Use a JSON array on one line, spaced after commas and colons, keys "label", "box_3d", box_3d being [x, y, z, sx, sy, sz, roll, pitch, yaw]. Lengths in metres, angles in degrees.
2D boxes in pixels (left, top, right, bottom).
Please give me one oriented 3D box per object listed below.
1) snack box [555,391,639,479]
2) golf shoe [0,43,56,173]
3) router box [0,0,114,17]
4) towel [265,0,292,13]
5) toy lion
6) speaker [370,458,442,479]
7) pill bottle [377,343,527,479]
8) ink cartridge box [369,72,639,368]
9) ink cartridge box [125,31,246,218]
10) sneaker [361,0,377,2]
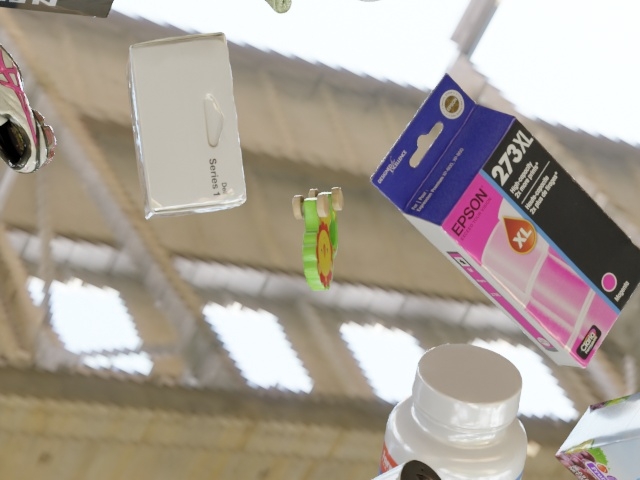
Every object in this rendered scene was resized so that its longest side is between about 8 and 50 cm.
[{"label": "snack box", "box_3d": [0.322, 0.203, 1.456, 0.174, 0.207, 0.070, 43, -117, -8]}, {"label": "golf shoe", "box_3d": [-0.367, -0.161, 1.962, 0.186, 0.067, 0.086, 56, -166, -4]}, {"label": "router box", "box_3d": [-0.358, -0.368, 1.774, 0.308, 0.243, 0.081, 4, 170, -13]}, {"label": "towel", "box_3d": [-0.076, -0.339, 2.021, 0.027, 0.148, 0.110, -34, -121, -16]}, {"label": "toy lion", "box_3d": [0.000, 0.000, 1.698, 0.034, 0.096, 0.100, -4, -173, 14]}, {"label": "speaker", "box_3d": [0.031, 0.211, 1.286, 0.055, 0.136, 0.055, 30, -136, -34]}, {"label": "pill bottle", "box_3d": [0.111, 0.205, 1.507, 0.124, 0.222, 0.124, 5, -151, -3]}, {"label": "ink cartridge box", "box_3d": [0.240, -0.021, 2.130, 0.371, 0.176, 0.069, 42, 162, -21]}, {"label": "ink cartridge box", "box_3d": [-0.168, -0.133, 2.111, 0.117, 0.201, 0.278, -7, -179, -7]}, {"label": "sneaker", "box_3d": [0.144, -0.377, 1.837, 0.126, 0.321, 0.127, 61, -176, -30]}]
